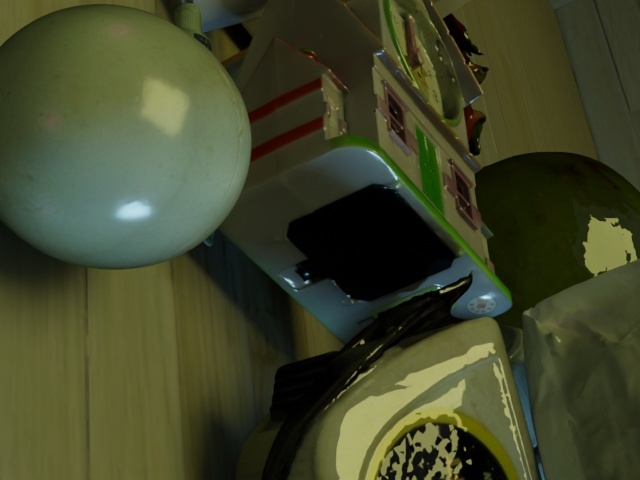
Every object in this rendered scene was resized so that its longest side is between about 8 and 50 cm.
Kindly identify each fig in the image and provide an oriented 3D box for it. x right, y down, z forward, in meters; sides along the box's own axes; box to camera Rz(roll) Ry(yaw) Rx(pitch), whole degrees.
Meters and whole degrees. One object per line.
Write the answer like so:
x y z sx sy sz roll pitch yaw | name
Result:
0.211 0.075 1.363 0.316 0.316 0.316 55 22 -35 | fig

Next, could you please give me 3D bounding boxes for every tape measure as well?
0.036 0.169 0.972 0.231 0.133 0.271 -7 82 -41 | tape measure

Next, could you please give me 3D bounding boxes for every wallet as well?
-0.064 -0.216 1.223 0.025 0.122 0.061 38 -43 38 | wallet

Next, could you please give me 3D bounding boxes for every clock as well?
0.032 -0.101 1.148 0.235 0.166 0.309 44 30 -41 | clock

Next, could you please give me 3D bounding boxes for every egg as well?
-0.116 -0.058 0.826 0.209 0.151 0.151 4 65 -74 | egg

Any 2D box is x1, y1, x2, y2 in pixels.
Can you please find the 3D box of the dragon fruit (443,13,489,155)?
0.101 -0.170 1.480 0.200 0.269 0.198 34 -9 -3 | dragon fruit

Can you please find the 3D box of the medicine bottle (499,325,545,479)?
0.154 0.255 1.183 0.332 0.190 0.190 66 18 -6 | medicine bottle

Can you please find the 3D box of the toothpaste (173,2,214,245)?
-0.101 -0.098 1.106 0.062 0.037 0.216 44 34 -52 | toothpaste

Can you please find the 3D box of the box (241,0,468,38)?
-0.001 -0.281 1.304 0.274 0.221 0.091 46 16 -45 | box

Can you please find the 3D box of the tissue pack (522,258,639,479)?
0.310 0.194 1.085 0.356 0.194 0.266 40 34 -51 | tissue pack
